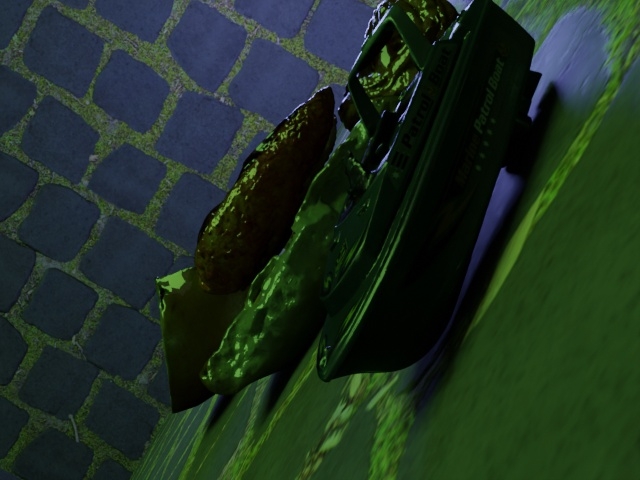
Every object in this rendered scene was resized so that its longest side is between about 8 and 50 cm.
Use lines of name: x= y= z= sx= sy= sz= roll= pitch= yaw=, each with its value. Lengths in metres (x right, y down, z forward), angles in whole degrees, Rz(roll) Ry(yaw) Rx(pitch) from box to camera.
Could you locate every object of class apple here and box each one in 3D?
apple: x=-0.182 y=0.128 z=1.525 sx=0.254 sy=0.179 sz=0.346 roll=-48 pitch=0 yaw=-11

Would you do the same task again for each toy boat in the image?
toy boat: x=0.044 y=-0.029 z=0.516 sx=0.093 sy=0.103 sz=0.246 roll=-52 pitch=11 yaw=54

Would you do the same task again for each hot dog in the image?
hot dog: x=0.086 y=-0.190 z=1.125 sx=0.227 sy=0.099 sz=0.161 roll=124 pitch=166 yaw=-72

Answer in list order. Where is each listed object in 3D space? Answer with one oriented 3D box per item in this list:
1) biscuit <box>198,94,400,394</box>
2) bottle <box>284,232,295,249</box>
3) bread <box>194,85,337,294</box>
biscuit: x=0.000 y=0.000 z=1.014 sx=0.335 sy=0.078 sz=0.329 roll=-57 pitch=3 yaw=31
bottle: x=-0.023 y=-0.026 z=1.583 sx=0.101 sy=0.063 sz=0.047 roll=-56 pitch=-28 yaw=7
bread: x=-0.054 y=-0.049 z=1.142 sx=0.269 sy=0.095 sz=0.139 roll=-50 pitch=-4 yaw=-1
